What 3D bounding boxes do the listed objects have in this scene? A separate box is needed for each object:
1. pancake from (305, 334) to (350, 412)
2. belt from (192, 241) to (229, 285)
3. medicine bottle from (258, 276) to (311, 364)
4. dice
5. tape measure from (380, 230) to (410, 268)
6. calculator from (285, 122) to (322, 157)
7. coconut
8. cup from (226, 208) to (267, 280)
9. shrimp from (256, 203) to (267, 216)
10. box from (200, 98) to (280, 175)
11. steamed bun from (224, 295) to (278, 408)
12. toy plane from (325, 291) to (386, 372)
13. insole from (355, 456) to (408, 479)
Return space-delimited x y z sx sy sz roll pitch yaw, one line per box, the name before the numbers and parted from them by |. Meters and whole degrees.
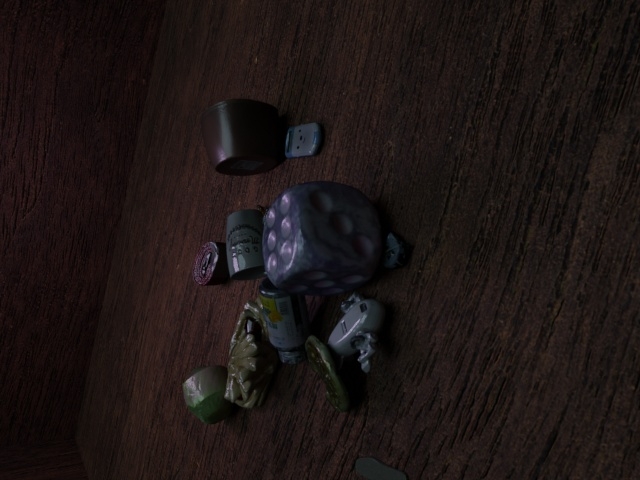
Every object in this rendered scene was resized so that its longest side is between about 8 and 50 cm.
pancake | 0.017 0.398 1.453 0.253 0.037 0.253 55 159 34
belt | -0.455 0.100 2.094 0.128 0.124 0.200 29 101 31
medicine bottle | -0.106 0.256 1.574 0.141 0.142 0.293 22 129 49
dice | 0.000 0.000 1.415 0.270 0.272 0.269 -38 51 54
tape measure | 0.207 0.033 1.364 0.091 0.054 0.094 47 117 50
calculator | -0.065 -0.360 1.765 0.210 0.039 0.120 8 89 51
coconut | -0.442 0.596 1.931 0.204 0.236 0.235 -49 49 17
cup | -0.225 0.003 1.796 0.258 0.186 0.233 -16 74 15
shrimp | -0.226 -0.051 1.912 0.124 0.034 0.178 -53 57 34
box | -0.299 -0.382 1.859 0.301 0.301 0.216 -20 73 47
steamed bun | -0.255 0.432 1.761 0.247 0.189 0.427 19 98 42
toy plane | 0.103 0.266 1.404 0.252 0.118 0.252 -45 34 43
insole | 0.166 0.642 1.349 0.192 0.010 0.063 -8 79 49
